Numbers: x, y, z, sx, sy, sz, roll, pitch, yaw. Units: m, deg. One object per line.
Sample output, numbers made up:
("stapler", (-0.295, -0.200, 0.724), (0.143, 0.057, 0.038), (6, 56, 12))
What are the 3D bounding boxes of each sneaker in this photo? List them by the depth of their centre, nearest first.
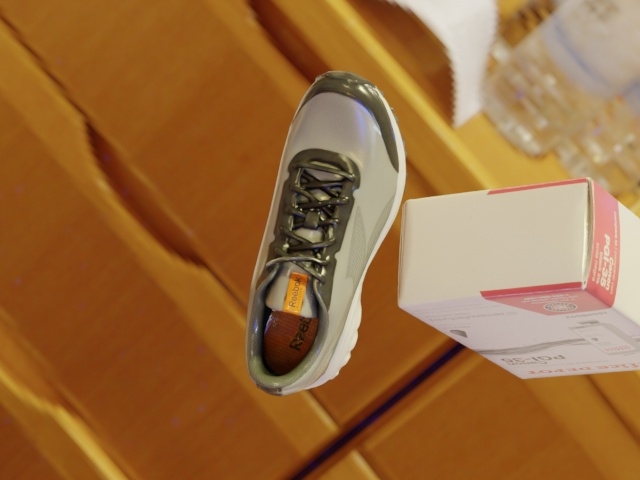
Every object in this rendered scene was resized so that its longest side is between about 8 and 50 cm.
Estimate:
("sneaker", (0.000, 0.000, 1.417), (0.100, 0.271, 0.108), (14, 13, 12))

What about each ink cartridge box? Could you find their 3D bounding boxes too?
("ink cartridge box", (0.235, 0.045, 1.791), (0.283, 0.207, 0.117), (31, 58, -52))
